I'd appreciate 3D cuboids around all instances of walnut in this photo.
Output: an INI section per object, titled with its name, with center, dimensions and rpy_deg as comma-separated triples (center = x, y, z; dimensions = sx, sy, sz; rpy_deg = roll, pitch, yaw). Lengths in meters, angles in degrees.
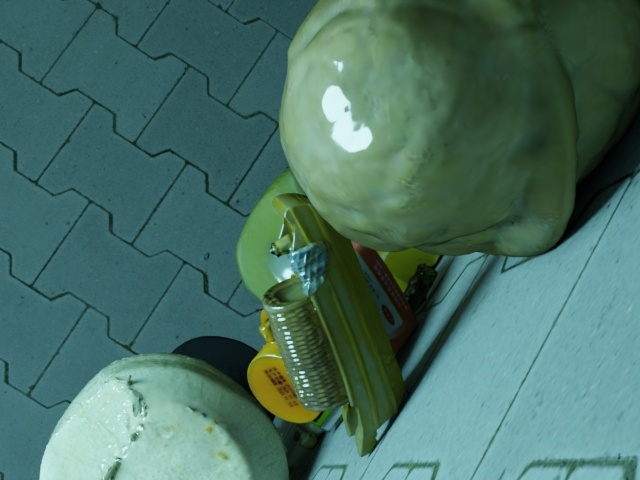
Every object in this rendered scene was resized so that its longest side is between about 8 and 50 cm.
[walnut]
center = 0.129, -0.145, 1.062
dimensions = 0.381, 0.381, 0.381
rpy_deg = -57, 3, 5

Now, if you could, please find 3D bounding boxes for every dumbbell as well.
[dumbbell]
center = -0.201, 0.333, 1.894
dimensions = 0.203, 0.204, 0.322
rpy_deg = -61, -5, -48

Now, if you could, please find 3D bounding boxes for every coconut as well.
[coconut]
center = -0.224, 0.333, 1.560
dimensions = 0.346, 0.346, 0.360
rpy_deg = -58, 5, -8

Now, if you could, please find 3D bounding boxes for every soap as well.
[soap]
center = 0.129, 0.012, 1.643
dimensions = 0.140, 0.073, 0.232
rpy_deg = -60, 2, 30

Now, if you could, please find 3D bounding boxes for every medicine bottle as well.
[medicine bottle]
center = 0.009, 0.117, 1.367
dimensions = 0.112, 0.149, 0.222
rpy_deg = -19, 20, 40

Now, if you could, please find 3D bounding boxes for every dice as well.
[dice]
center = 0.000, 0.000, 2.035
dimensions = 0.233, 0.227, 0.238
rpy_deg = -37, -20, -54

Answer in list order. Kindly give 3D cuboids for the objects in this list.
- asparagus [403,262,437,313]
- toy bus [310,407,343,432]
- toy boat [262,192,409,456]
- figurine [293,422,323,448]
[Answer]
[asparagus]
center = 0.103, 0.103, 1.480
dimensions = 0.165, 0.036, 0.030
rpy_deg = -57, -6, 17
[toy bus]
center = 0.013, 0.145, 1.607
dimensions = 0.113, 0.139, 0.301
rpy_deg = -56, 11, 28
[toy boat]
center = 0.005, 0.095, 1.197
dimensions = 0.115, 0.310, 0.089
rpy_deg = -25, 26, -9
[figurine]
center = -0.017, 0.276, 1.609
dimensions = 0.083, 0.047, 0.050
rpy_deg = -175, 104, -78
